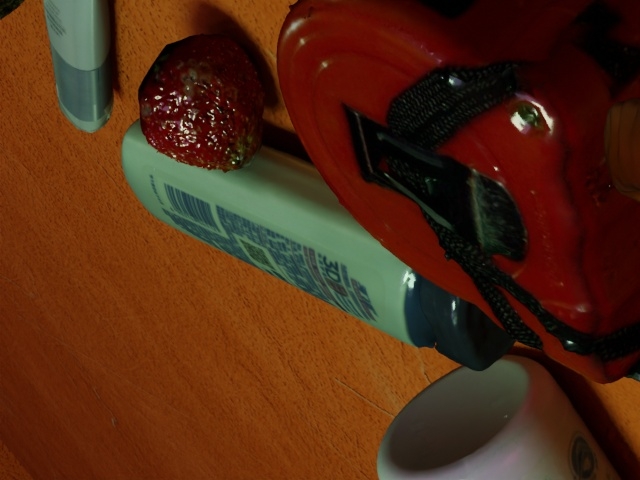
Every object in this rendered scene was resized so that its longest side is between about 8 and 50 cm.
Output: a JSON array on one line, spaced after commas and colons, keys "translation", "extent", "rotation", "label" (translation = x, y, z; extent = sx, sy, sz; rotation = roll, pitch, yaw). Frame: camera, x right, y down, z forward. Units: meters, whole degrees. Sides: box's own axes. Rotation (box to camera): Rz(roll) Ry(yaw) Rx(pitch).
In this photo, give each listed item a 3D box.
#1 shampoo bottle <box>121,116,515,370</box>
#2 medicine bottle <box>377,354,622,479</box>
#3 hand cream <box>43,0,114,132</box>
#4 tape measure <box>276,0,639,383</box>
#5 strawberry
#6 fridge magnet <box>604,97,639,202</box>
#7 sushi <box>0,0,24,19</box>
[{"translation": [0.000, 0.000, 1.182], "extent": [0.359, 0.078, 0.134], "rotation": [24, 152, 40], "label": "shampoo bottle"}, {"translation": [0.164, 0.221, 1.174], "extent": [0.254, 0.152, 0.152], "rotation": [54, 156, -20], "label": "medicine bottle"}, {"translation": [-0.192, -0.179, 1.245], "extent": [0.079, 0.048, 0.255], "rotation": [45, 157, 21], "label": "hand cream"}, {"translation": [0.092, -0.058, 0.885], "extent": [0.260, 0.114, 0.253], "rotation": [28, 150, 36], "label": "tape measure"}, {"translation": [-0.081, -0.097, 1.139], "extent": [0.106, 0.106, 0.106], "rotation": [37, 155, 20], "label": "strawberry"}, {"translation": [0.267, -0.016, 0.469], "extent": [0.364, 0.155, 0.363], "rotation": [8, 180, 0], "label": "fridge magnet"}, {"translation": [-0.293, -0.225, 1.304], "extent": [0.090, 0.078, 0.150], "rotation": [46, 158, 1], "label": "sushi"}]
